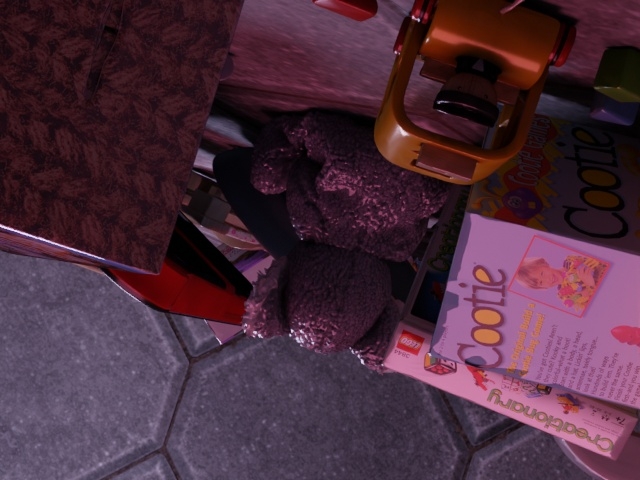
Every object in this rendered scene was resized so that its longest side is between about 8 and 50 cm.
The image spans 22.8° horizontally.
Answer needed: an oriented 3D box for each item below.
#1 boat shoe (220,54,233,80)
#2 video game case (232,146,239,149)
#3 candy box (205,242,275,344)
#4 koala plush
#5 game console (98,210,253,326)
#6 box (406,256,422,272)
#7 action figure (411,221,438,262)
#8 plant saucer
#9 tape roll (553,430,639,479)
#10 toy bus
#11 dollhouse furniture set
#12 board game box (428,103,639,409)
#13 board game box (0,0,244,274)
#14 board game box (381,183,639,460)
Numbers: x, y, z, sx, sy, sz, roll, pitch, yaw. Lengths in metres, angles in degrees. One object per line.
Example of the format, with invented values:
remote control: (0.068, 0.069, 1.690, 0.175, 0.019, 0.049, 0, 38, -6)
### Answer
boat shoe: (-0.124, -0.157, 1.347, 0.100, 0.035, 0.035, 13, 173, -23)
video game case: (0.000, 0.000, 1.882, 0.210, 0.042, 0.232, 52, -166, 32)
candy box: (-0.080, 0.037, 2.057, 0.070, 0.165, 0.196, 56, -176, -14)
koala plush: (0.021, 0.006, 1.506, 0.196, 0.221, 0.203, 20, 173, -16)
game console: (-0.232, -0.060, 1.616, 0.386, 0.060, 0.342, 45, -177, 17)
box: (0.095, 0.045, 2.137, 0.207, 0.114, 0.036, 22, 172, -39)
action figure: (0.195, 0.037, 1.884, 0.185, 0.099, 0.285, 22, 161, 22)
plant saucer: (0.016, 0.002, 1.727, 0.317, 0.043, 0.317, 41, -167, -11)
tape roll: (0.373, 0.163, 1.803, 0.246, 0.246, 0.169, 17, 174, 7)
toy bus: (0.091, -0.091, 1.001, 0.191, 0.104, 0.202, 11, 171, 44)
dollhouse furniture set: (-0.171, 0.010, 1.981, 0.303, 0.173, 0.356, 23, -176, -45)
board game box: (0.235, 0.024, 1.150, 0.275, 0.142, 0.144, 14, 130, 5)
board game box: (-0.173, -0.114, 0.946, 0.141, 0.232, 0.291, 20, 174, -25)
board game box: (0.177, 0.041, 1.315, 0.193, 0.053, 0.305, 22, -148, 4)
